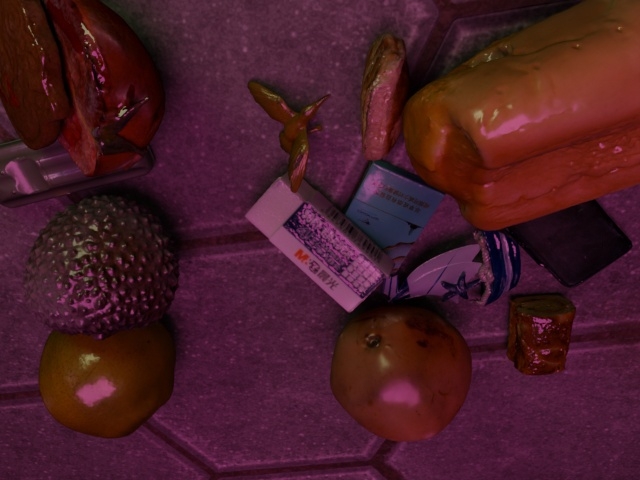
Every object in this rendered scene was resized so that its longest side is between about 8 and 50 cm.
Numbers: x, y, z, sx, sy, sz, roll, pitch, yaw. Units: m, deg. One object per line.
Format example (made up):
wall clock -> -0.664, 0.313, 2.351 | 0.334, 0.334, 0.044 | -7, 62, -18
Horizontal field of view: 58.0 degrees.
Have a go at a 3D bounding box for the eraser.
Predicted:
eraser -> 0.000, 0.000, 1.146 | 0.287, 0.086, 0.130 | 44, 117, -4

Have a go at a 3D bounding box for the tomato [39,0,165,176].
tomato -> -0.357, -0.273, 0.968 | 0.309, 0.170, 0.309 | 22, 121, 42

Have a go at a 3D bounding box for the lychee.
lychee -> -0.428, 0.056, 1.122 | 0.300, 0.300, 0.300 | 1, 122, 1

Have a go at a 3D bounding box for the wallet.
wallet -> 0.476, -0.041, 1.167 | 0.318, 0.045, 0.172 | 40, 112, -20

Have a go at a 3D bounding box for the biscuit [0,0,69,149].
biscuit -> -0.493, -0.291, 0.944 | 0.257, 0.049, 0.273 | -13, 98, 50

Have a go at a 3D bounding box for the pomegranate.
pomegranate -> 0.175, 0.290, 1.244 | 0.319, 0.319, 0.319 | 1, 122, 1

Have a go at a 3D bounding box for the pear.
pear -> -0.465, 0.279, 1.274 | 0.294, 0.294, 0.294 | 1, 122, 1

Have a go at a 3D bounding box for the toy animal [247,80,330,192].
toy animal -> -0.035, -0.219, 1.048 | 0.155, 0.095, 0.219 | -32, 85, 20

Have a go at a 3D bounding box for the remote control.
remote control -> -0.497, -0.150, 1.121 | 0.335, 0.065, 0.128 | -12, 123, 9

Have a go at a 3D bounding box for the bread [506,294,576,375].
bread -> 0.491, 0.212, 1.289 | 0.132, 0.103, 0.172 | -5, 119, 1

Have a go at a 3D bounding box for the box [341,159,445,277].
box -> 0.126, -0.040, 1.180 | 0.162, 0.041, 0.229 | 22, 120, -10

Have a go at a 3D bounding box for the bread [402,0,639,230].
bread -> 0.329, -0.201, 0.922 | 0.394, 0.250, 0.361 | -19, 151, 12

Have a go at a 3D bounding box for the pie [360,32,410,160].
pie -> 0.110, -0.241, 0.977 | 0.084, 0.179, 0.205 | 4, 129, 6

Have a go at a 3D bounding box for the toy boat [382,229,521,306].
toy boat -> 0.291, 0.086, 1.227 | 0.291, 0.070, 0.210 | -31, 124, 17
